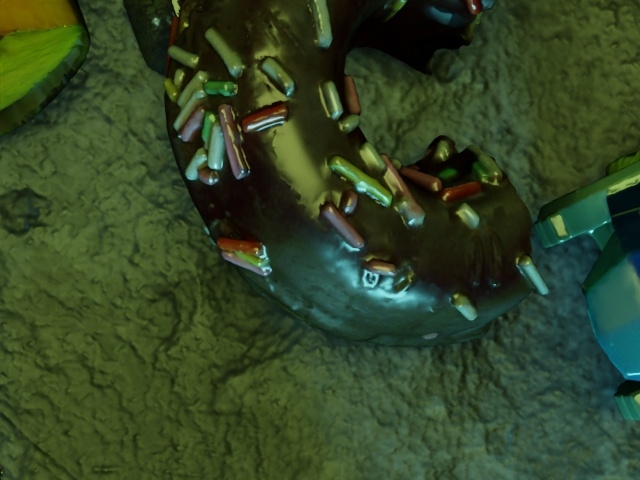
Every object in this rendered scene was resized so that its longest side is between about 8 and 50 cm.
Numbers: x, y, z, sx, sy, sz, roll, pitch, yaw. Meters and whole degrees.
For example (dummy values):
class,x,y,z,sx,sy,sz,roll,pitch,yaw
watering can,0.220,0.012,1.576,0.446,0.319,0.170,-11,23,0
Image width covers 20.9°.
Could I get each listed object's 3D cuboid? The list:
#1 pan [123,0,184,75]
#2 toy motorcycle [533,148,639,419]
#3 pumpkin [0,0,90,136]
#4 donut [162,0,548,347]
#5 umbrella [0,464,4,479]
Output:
class,x,y,z,sx,sy,sz,roll,pitch,yaw
pan,-0.108,-0.191,1.260,0.202,0.048,0.128,24,80,-5
toy motorcycle,0.253,0.022,1.147,0.200,0.326,0.191,-25,88,-6
pumpkin,-0.321,-0.142,1.132,0.303,0.256,0.225,-19,82,-31
donut,0.025,-0.107,1.189,0.259,0.136,0.345,9,74,-29
umbrella,-0.261,0.182,1.226,0.083,0.020,0.031,-31,90,-14
